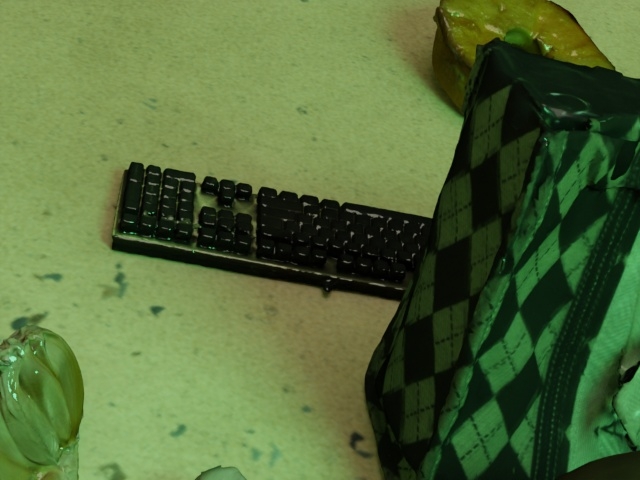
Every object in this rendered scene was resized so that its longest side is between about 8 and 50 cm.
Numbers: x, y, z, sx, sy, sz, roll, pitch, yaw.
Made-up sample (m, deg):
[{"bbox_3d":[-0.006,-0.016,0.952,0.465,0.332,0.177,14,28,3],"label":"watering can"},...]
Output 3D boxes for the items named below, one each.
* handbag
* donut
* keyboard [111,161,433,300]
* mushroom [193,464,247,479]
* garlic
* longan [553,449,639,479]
[{"bbox_3d":[0.263,0.029,0.849,0.416,0.316,0.180,5,33,-16],"label":"handbag"},{"bbox_3d":[0.188,-0.166,1.266,0.174,0.074,0.190,-19,54,-39],"label":"donut"},{"bbox_3d":[0.000,0.000,1.020,0.317,0.027,0.106,10,37,-10],"label":"keyboard"},{"bbox_3d":[-0.050,0.212,0.703,0.084,0.071,0.209,-16,35,9],"label":"mushroom"},{"bbox_3d":[-0.183,0.103,0.777,0.074,0.094,0.113,-13,33,29],"label":"garlic"},{"bbox_3d":[0.209,0.233,0.646,0.243,0.300,0.300,-46,62,-5],"label":"longan"}]
